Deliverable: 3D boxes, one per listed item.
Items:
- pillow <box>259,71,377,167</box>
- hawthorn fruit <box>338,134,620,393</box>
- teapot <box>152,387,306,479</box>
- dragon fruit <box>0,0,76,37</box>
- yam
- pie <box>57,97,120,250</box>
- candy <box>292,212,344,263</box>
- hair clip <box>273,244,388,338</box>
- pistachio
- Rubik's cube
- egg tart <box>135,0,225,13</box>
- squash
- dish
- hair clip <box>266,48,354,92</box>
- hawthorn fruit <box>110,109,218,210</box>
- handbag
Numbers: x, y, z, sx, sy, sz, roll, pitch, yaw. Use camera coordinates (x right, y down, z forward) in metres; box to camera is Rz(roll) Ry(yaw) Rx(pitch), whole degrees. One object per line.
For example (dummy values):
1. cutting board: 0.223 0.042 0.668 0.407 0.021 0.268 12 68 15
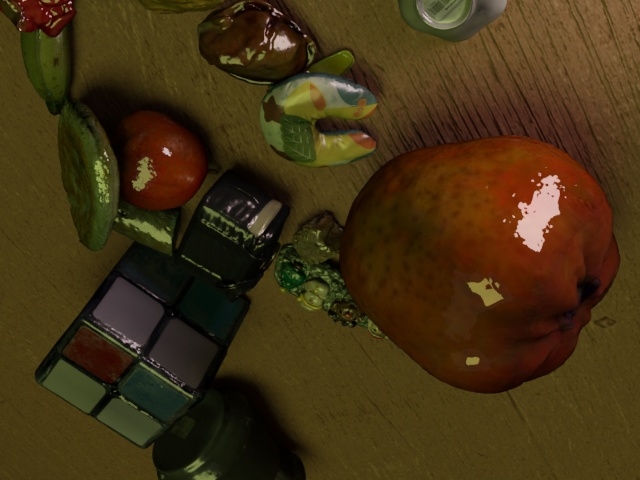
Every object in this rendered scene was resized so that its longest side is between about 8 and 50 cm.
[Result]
1. pillow: -0.002 -0.217 1.536 0.214 0.086 0.233 -1 145 0
2. hawthorn fruit: 0.267 0.019 1.450 0.472 0.471 0.471 10 131 12
3. teapot: -0.245 0.576 2.215 0.376 0.305 0.361 7 145 53
4. dragon fruit: -0.505 -0.503 1.313 0.286 0.228 0.329 -37 69 38
5. yam: -0.388 -0.050 1.830 0.194 0.107 0.107 27 133 -4
6. pie: -0.458 -0.130 1.674 0.071 0.323 0.323 -10 139 -26
7. candy: 0.000 0.000 1.753 0.110 0.085 0.095 -23 110 46
8. hair clip: 0.041 0.128 1.830 0.321 0.091 0.138 23 136 1
9. pistachio: -0.110 -0.337 1.469 0.210 0.130 0.165 9 139 -11
10. Rubik's cube: -0.400 0.228 1.928 0.313 0.318 0.316 37 131 -10
11. egg tart: -0.243 -0.508 1.358 0.339 0.153 0.352 41 131 -19
12. squash: -0.524 -0.369 1.617 0.095 0.094 0.340 19 133 4
13. dish: 0.201 -0.390 1.350 0.191 0.066 0.190 10 131 12
14. hair clip: -0.016 -0.290 1.537 0.188 0.033 0.060 -24 118 35
15. hawthorn fruit: -0.305 -0.151 1.680 0.226 0.196 0.196 9 139 -29
16. handbag: -0.173 -0.007 1.740 0.181 0.181 0.254 34 133 0
